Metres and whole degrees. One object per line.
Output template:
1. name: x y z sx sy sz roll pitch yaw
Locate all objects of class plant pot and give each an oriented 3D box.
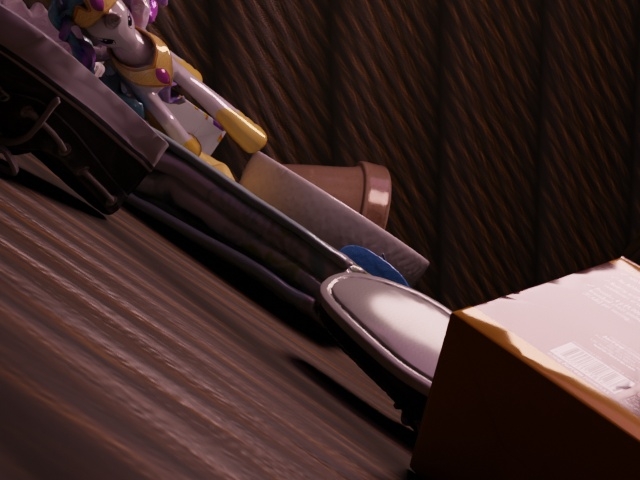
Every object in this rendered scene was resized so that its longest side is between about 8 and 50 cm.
1. plant pot: -0.005 -0.058 2.060 0.229 0.263 0.263 15 7 -15

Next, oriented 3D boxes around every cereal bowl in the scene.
1. cereal bowl: 0.000 0.000 1.611 0.339 0.141 0.339 34 2 -1

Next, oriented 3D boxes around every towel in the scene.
1. towel: -0.086 -0.006 1.184 0.375 0.090 0.320 34 -1 17

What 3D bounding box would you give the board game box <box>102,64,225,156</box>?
1. board game box: -0.318 -0.221 1.844 0.142 0.144 0.275 33 2 -39

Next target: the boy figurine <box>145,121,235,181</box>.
1. boy figurine: -0.200 -0.099 1.524 0.177 0.092 0.285 33 3 -37

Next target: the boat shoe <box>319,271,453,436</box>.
1. boat shoe: 0.114 0.137 0.816 0.303 0.091 0.114 36 37 22

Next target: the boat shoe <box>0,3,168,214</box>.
1. boat shoe: -0.246 -0.111 0.794 0.113 0.105 0.306 30 -7 29

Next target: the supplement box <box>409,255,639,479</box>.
1. supplement box: 0.202 0.124 0.653 0.194 0.129 0.191 -13 35 -39

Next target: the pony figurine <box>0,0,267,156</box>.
1. pony figurine: -0.265 -0.274 1.325 0.351 0.303 0.363 45 -2 39

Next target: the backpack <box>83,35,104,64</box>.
1. backpack: -0.523 -0.360 2.060 0.188 0.144 0.166 37 -3 19

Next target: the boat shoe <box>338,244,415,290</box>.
1. boat shoe: 0.106 0.118 1.372 0.258 0.109 0.089 50 -4 5

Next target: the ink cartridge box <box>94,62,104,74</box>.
1. ink cartridge box: -0.458 -0.288 1.582 0.198 0.114 0.273 33 1 -13
